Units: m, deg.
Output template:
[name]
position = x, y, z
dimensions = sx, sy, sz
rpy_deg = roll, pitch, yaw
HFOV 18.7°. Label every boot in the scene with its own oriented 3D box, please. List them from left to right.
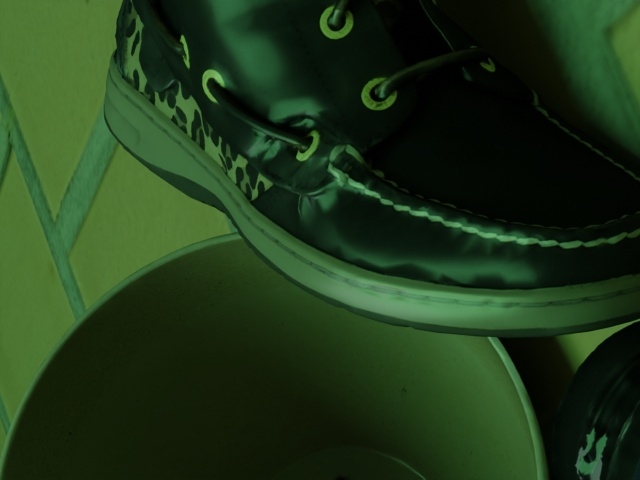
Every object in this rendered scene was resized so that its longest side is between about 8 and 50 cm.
[boot]
position = 0.020, -0.137, 0.877
dimensions = 0.377, 0.138, 0.284
rpy_deg = 32, 128, 49

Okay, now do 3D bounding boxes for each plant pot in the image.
[plant pot]
position = -0.007, 0.158, 1.037
dimensions = 0.284, 0.284, 0.191
rpy_deg = 64, -175, 24

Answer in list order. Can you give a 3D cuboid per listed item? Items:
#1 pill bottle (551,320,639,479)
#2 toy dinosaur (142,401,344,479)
[pill bottle]
position = 0.177, 0.102, 0.682
dimensions = 0.219, 0.122, 0.123
rpy_deg = 31, 134, 60
[toy dinosaur]
position = -0.050, 0.162, 1.234
dimensions = 0.121, 0.160, 0.314
rpy_deg = 45, 144, 52
